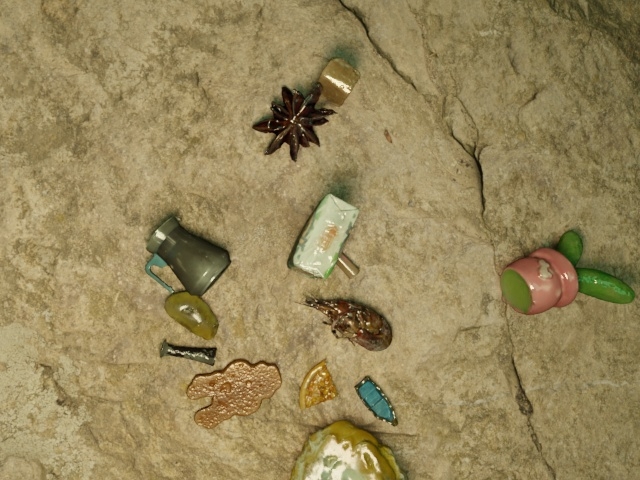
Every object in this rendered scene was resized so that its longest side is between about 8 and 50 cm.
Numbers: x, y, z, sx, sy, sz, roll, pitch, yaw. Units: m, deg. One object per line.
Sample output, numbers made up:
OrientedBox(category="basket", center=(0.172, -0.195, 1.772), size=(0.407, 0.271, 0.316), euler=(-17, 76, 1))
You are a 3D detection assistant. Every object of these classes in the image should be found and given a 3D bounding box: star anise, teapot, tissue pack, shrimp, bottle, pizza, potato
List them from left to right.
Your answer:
OrientedBox(category="teapot", center=(-0.410, 0.058, 1.512), size=(0.225, 0.171, 0.203), euler=(39, 84, -1))
OrientedBox(category="potato", center=(-0.392, 0.232, 1.549), size=(0.105, 0.085, 0.188), euler=(-43, 101, -6))
OrientedBox(category="star anise", center=(-0.082, -0.377, 1.600), size=(0.212, 0.129, 0.282), euler=(35, 92, -2))
OrientedBox(category="pizza", center=(-0.001, 0.487, 1.638), size=(0.131, 0.041, 0.178), euler=(40, 83, -9))
OrientedBox(category="tissue pack", center=(0.000, 0.000, 1.509), size=(0.128, 0.311, 0.227), euler=(26, 84, -5))
OrientedBox(category="shrimp", center=(0.079, 0.261, 1.620), size=(0.343, 0.116, 0.145), euler=(25, 70, -9))
OrientedBox(category="bottle", center=(0.083, 0.080, 1.658), size=(0.045, 0.045, 0.096), euler=(-43, 95, -8))

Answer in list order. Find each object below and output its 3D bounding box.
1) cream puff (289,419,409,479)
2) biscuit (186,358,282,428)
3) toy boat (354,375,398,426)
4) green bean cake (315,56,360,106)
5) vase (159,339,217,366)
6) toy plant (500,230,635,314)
OrientedBox(category="cream puff", center=(0.087, 0.770, 1.556), size=(0.379, 0.275, 0.377), euler=(-3, 65, 6))
OrientedBox(category="biscuit", center=(-0.268, 0.475, 1.588), size=(0.296, 0.044, 0.185), euler=(-14, 95, -9))
OrientedBox(category="toy boat", center=(0.187, 0.536, 1.653), size=(0.075, 0.077, 0.185), euler=(-37, 95, -10))
OrientedBox(category="green bean cake", center=(0.053, -0.504, 1.594), size=(0.109, 0.179, 0.085), euler=(33, 84, -6))
OrientedBox(category="vase", center=(-0.409, 0.350, 1.556), size=(0.167, 0.059, 0.059), euler=(11, 87, -10))
OrientedBox(category="toy plant", center=(0.814, 0.140, 1.696), size=(0.357, 0.210, 0.316), euler=(-13, 51, -21))
